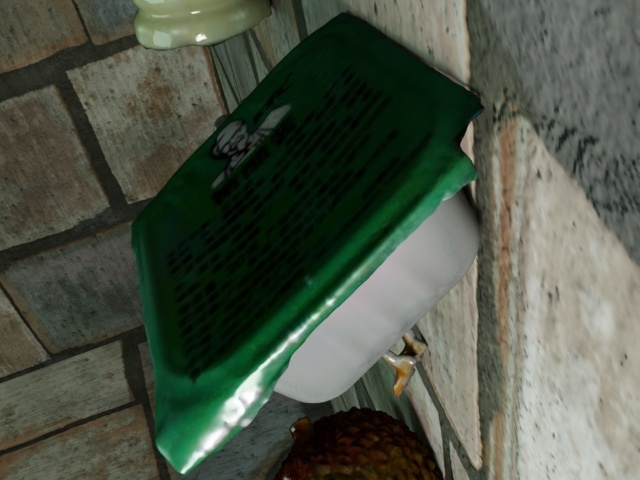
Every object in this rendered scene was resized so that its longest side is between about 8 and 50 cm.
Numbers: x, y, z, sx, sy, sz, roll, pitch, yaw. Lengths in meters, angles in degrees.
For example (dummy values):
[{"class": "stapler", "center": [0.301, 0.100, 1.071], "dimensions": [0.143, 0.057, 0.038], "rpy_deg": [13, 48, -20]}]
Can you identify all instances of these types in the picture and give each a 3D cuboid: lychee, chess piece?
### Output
[{"class": "lychee", "center": [0.053, 0.340, 1.116], "dimensions": [0.271, 0.236, 0.236], "rpy_deg": [44, 169, 10]}, {"class": "chess piece", "center": [-0.172, -0.409, 1.017], "dimensions": [0.182, 0.182, 0.330], "rpy_deg": [-119, 16, -59]}]

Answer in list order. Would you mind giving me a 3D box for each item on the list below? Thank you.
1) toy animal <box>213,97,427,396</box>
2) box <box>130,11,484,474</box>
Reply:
[{"class": "toy animal", "center": [0.016, 0.018, 0.902], "dimensions": [0.302, 0.225, 0.284], "rpy_deg": [47, 168, 7]}, {"class": "box", "center": [-0.007, -0.012, 0.619], "dimensions": [0.106, 0.264, 0.336], "rpy_deg": [41, -171, -26]}]
